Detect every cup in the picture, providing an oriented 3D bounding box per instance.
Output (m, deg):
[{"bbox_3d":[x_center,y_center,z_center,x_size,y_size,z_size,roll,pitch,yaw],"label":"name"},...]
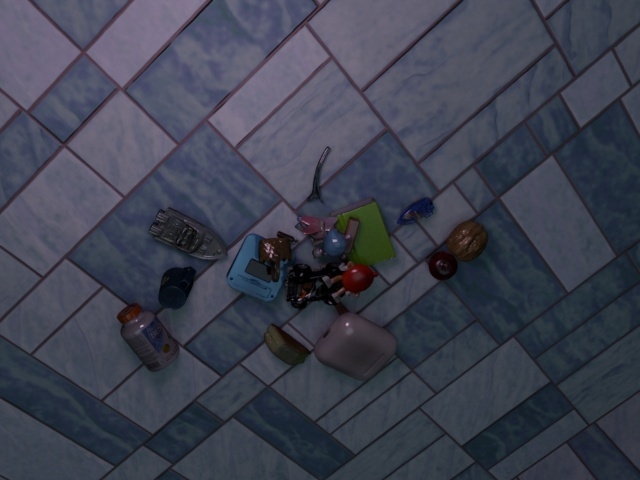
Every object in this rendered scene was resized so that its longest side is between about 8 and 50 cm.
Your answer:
[{"bbox_3d":[-0.583,0.187,1.874,0.176,0.155,0.131,-43,112,12],"label":"cup"}]

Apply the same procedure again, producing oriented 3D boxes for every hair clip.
[{"bbox_3d":[-0.003,-0.265,1.836,0.070,0.039,0.230,8,109,-10],"label":"hair clip"}]

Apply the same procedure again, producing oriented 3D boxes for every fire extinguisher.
[{"bbox_3d":[-0.140,-0.002,1.927,0.100,0.032,0.046,24,96,-10],"label":"fire extinguisher"}]

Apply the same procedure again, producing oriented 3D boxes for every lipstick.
[{"bbox_3d":[0.120,-0.020,1.859,0.045,0.045,0.146,14,110,-5],"label":"lipstick"}]

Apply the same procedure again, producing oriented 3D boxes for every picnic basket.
[{"bbox_3d":[-0.182,0.080,1.855,0.137,0.128,0.179,-3,79,-13],"label":"picnic basket"}]

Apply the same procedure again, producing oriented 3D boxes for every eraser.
[{"bbox_3d":[0.180,-0.021,1.933,0.209,0.092,0.275,-20,112,4],"label":"eraser"}]

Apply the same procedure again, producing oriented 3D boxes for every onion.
[{"bbox_3d":[0.543,0.111,2.022,0.131,0.131,0.131,-3,112,-7],"label":"onion"}]

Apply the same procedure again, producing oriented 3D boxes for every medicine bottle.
[{"bbox_3d":[-0.738,0.405,1.940,0.156,0.157,0.289,-26,113,3],"label":"medicine bottle"}]

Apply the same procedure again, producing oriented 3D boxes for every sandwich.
[{"bbox_3d":[-0.152,0.494,2.098,0.258,0.096,0.094,38,108,-17],"label":"sandwich"}]

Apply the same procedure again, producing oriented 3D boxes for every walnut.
[{"bbox_3d":[0.639,0.000,1.976,0.155,0.155,0.184,32,103,-19],"label":"walnut"}]

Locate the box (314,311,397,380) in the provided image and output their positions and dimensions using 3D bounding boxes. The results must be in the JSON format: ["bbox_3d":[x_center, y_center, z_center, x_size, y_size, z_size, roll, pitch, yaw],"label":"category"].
[{"bbox_3d":[0.164,0.490,2.096,0.348,0.141,0.289,31,107,-25],"label":"box"}]

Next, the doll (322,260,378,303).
[{"bbox_3d":[0.131,0.161,1.908,0.217,0.085,0.183,-25,122,4],"label":"doll"}]

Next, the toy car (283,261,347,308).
[{"bbox_3d":[-0.010,0.188,1.959,0.300,0.118,0.193,-4,111,-23],"label":"toy car"}]

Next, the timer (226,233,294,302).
[{"bbox_3d":[-0.256,0.112,1.950,0.231,0.091,0.250,27,94,-16],"label":"timer"}]

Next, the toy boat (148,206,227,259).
[{"bbox_3d":[-0.517,-0.011,1.837,0.319,0.092,0.141,28,108,-18],"label":"toy boat"}]

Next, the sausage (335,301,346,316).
[{"bbox_3d":[0.080,0.296,2.077,0.042,0.036,0.158,-31,113,-3],"label":"sausage"}]

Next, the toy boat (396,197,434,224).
[{"bbox_3d":[0.401,-0.111,1.917,0.174,0.110,0.091,-27,113,6],"label":"toy boat"}]

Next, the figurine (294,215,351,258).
[{"bbox_3d":[-0.005,-0.003,1.850,0.260,0.102,0.206,29,114,25],"label":"figurine"}]
